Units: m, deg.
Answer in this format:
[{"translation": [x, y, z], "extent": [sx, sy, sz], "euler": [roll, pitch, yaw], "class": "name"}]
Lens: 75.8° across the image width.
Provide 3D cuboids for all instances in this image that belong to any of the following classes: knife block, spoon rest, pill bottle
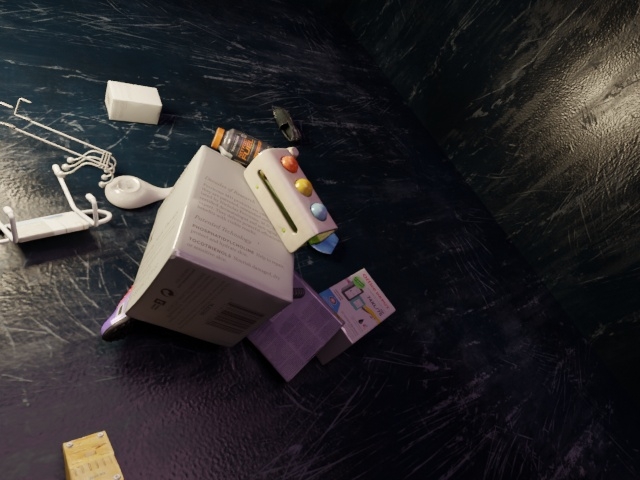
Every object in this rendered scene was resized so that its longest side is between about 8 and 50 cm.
[{"translation": [-0.481, 0.591, 0.878], "extent": [0.088, 0.242, 0.275], "euler": [-3, 13, -39], "class": "knife block"}, {"translation": [-0.600, -0.178, 1.438], "extent": [0.276, 0.084, 0.137], "euler": [-13, 62, -27], "class": "spoon rest"}, {"translation": [-0.337, -0.391, 1.756], "extent": [0.245, 0.130, 0.131], "euler": [21, 46, -20], "class": "pill bottle"}]

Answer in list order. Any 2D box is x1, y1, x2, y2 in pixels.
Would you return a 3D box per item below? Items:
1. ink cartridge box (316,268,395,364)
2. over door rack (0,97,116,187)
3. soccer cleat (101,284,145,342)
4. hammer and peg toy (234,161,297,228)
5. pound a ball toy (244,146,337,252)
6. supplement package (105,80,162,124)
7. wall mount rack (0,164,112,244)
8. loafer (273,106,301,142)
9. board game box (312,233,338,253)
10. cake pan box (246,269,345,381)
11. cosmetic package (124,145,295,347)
[{"translation": [0.084, 0.265, 1.464], "extent": [0.270, 0.197, 0.198], "euler": [-24, 72, -45], "class": "ink cartridge box"}, {"translation": [-0.795, -0.283, 1.250], "extent": [0.324, 0.108, 0.239], "euler": [36, 3, -32], "class": "over door rack"}, {"translation": [-0.511, 0.167, 1.182], "extent": [0.116, 0.109, 0.318], "euler": [41, 38, 3], "class": "soccer cleat"}, {"translation": [-0.218, -0.159, 1.653], "extent": [0.361, 0.127, 0.266], "euler": [16, 49, -25], "class": "hammer and peg toy"}, {"translation": [-0.063, -0.146, 1.170], "extent": [0.208, 0.135, 0.319], "euler": [-17, 73, -53], "class": "pound a ball toy"}, {"translation": [-0.730, -0.535, 1.605], "extent": [0.179, 0.105, 0.105], "euler": [-4, 57, -38], "class": "supplement package"}, {"translation": [-0.811, -0.106, 1.182], "extent": [0.304, 0.131, 0.350], "euler": [26, 30, 34], "class": "wall mount rack"}, {"translation": [-0.176, -0.588, 2.077], "extent": [0.078, 0.076, 0.223], "euler": [-16, 70, -52], "class": "loafer"}, {"translation": [0.000, 0.000, 1.750], "extent": [0.133, 0.033, 0.169], "euler": [33, 37, -1], "class": "board game box"}, {"translation": [-0.097, 0.267, 1.294], "extent": [0.245, 0.267, 0.070], "euler": [43, 3, 13], "class": "cake pan box"}, {"translation": [-0.291, 0.028, 1.166], "extent": [0.327, 0.329, 0.394], "euler": [27, 41, -28], "class": "cosmetic package"}]
